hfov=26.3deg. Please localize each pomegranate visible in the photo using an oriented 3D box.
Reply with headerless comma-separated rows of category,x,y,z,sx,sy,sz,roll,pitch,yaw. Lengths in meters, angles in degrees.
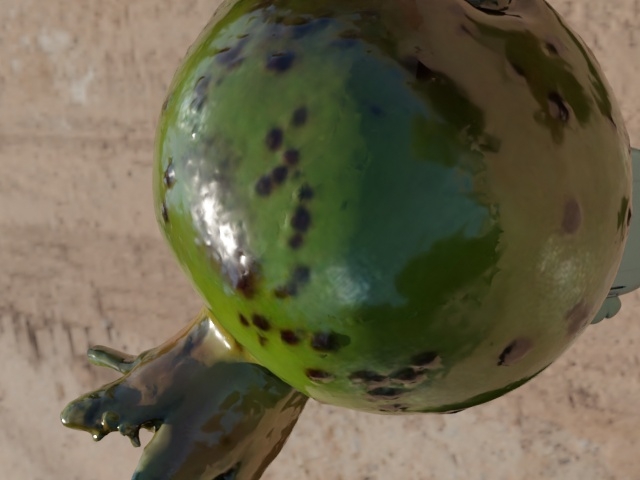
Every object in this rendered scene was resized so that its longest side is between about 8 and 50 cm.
pomegranate,0.002,-0.014,0.645,0.286,0.231,0.231,-34,70,31

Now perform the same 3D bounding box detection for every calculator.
calculator,0.235,-0.002,1.107,0.021,0.095,0.153,-142,51,-60
